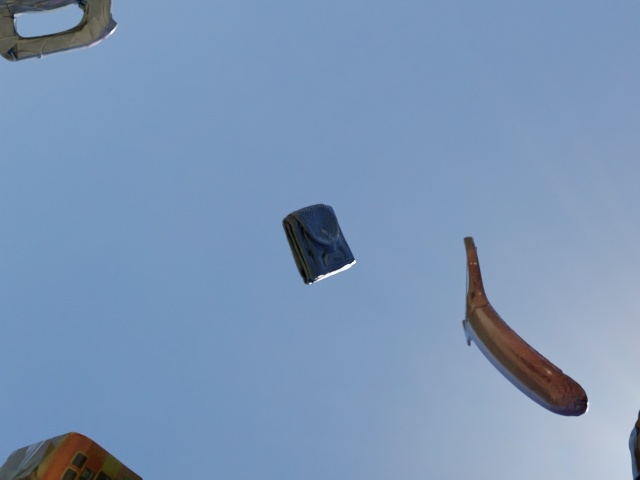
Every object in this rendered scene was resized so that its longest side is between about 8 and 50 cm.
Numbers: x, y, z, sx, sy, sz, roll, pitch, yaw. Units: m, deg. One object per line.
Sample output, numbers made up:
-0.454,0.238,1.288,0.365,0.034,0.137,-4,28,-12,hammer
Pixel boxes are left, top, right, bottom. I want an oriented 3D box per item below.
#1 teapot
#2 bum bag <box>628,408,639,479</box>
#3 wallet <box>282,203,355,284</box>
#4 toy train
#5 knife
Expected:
-0.363,-0.366,1.989,0.163,0.178,0.221,113,-26,-67,teapot
0.326,0.246,1.351,0.074,0.310,0.137,3,-162,28,bum bag
0.000,0.000,1.779,0.026,0.088,0.129,-22,179,26,wallet
-0.248,0.242,1.424,0.188,0.099,0.072,-25,-154,52,toy train
0.185,0.107,1.472,0.053,0.123,0.278,-12,-153,-11,knife
